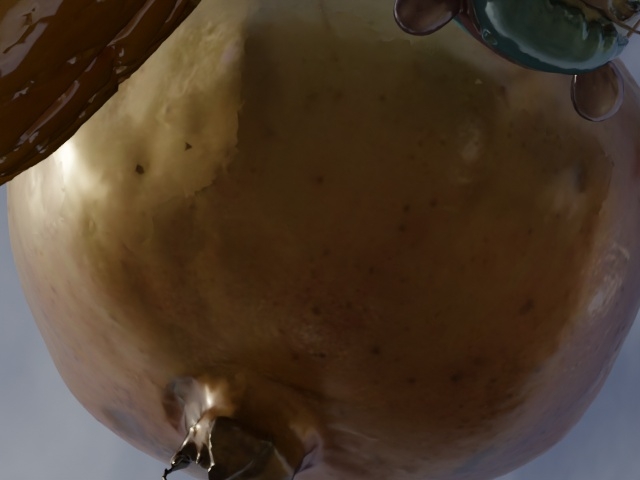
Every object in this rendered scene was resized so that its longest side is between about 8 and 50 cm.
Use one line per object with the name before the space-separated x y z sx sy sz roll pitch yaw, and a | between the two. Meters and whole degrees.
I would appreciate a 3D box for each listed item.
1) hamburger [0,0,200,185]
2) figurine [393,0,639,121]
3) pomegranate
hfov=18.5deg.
hamburger | -0.129 -0.127 0.758 0.163 0.244 0.244 37 -66 12
figurine | 0.151 -0.171 0.782 0.205 0.103 0.260 18 -66 -30
pomegranate | 0.000 0.000 0.990 0.338 0.338 0.338 2 -66 5
